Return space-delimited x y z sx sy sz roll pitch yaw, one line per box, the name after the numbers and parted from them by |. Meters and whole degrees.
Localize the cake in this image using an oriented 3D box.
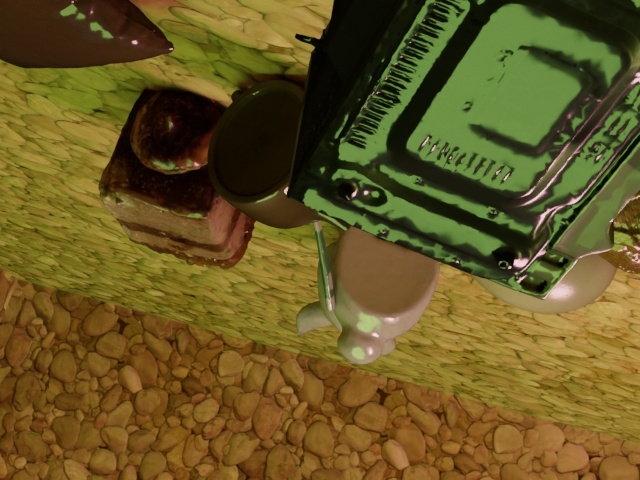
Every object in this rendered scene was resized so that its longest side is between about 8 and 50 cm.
-0.202 -0.096 2.246 0.196 0.199 0.293 18 166 12 | cake

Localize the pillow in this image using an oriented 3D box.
-0.379 -0.304 1.821 0.305 0.108 0.308 4 160 42 | pillow

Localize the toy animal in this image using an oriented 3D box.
0.074 0.112 2.597 0.196 0.241 0.367 21 166 -4 | toy animal

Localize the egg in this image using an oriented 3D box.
0.276 -0.008 1.966 0.253 0.189 0.188 29 164 -17 | egg

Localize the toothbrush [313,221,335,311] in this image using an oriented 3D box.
0.000 0.000 2.382 0.024 0.018 0.257 5 119 26 | toothbrush

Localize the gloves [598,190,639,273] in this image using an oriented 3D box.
0.383 -0.039 1.765 0.356 0.155 0.203 14 164 23 | gloves

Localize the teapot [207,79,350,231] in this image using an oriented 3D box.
-0.038 -0.109 2.014 0.175 0.185 0.268 33 -162 -49 | teapot

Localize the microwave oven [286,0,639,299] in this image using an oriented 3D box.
0.155 -0.153 1.181 0.286 0.218 0.355 21 136 -13 | microwave oven
